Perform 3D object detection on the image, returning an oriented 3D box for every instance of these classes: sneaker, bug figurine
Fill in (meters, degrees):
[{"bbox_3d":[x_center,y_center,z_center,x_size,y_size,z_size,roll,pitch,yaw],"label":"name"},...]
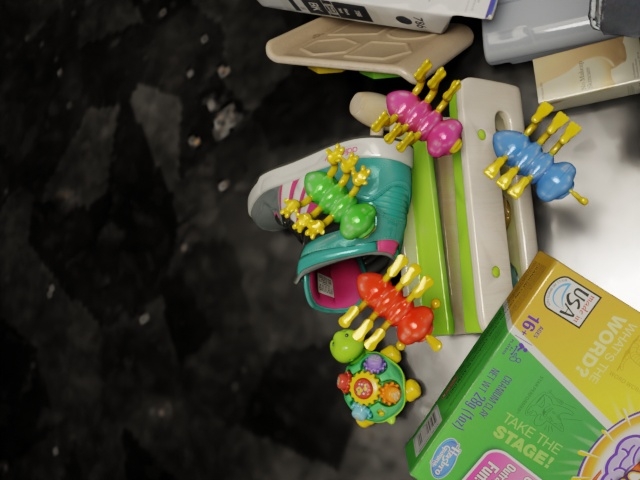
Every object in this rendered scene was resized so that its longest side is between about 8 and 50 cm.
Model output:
[{"bbox_3d":[0.000,0.000,0.771,0.296,0.124,0.178,-17,65,55],"label":"sneaker"},{"bbox_3d":[0.103,-0.037,0.616,0.279,0.072,0.216,-46,79,4],"label":"bug figurine"}]

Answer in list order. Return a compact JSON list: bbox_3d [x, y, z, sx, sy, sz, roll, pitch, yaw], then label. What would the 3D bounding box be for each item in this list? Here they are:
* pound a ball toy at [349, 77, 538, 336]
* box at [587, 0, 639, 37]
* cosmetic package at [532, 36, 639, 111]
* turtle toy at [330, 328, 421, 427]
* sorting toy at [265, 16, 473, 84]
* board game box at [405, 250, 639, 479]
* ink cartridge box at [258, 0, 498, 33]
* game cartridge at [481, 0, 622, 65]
[{"bbox_3d":[0.153,-0.047,0.761,0.208,0.136,0.319,-16,75,56],"label":"pound a ball toy"},{"bbox_3d":[0.383,-0.464,0.406,0.298,0.471,0.479,14,59,27],"label":"box"},{"bbox_3d":[0.310,-0.192,0.735,0.115,0.041,0.060,-10,77,26],"label":"cosmetic package"},{"bbox_3d":[0.057,0.170,0.792,0.095,0.066,0.130,-37,67,18],"label":"turtle toy"},{"bbox_3d":[0.066,-0.246,0.811,0.208,0.193,0.038,18,129,27],"label":"sorting toy"},{"bbox_3d":[0.279,0.195,0.597,0.317,0.064,0.242,31,98,0],"label":"board game box"},{"bbox_3d":[0.079,-0.361,0.799,0.333,0.065,0.165,18,88,23],"label":"ink cartridge box"},{"bbox_3d":[0.293,-0.373,0.769,0.198,0.062,0.297,-6,79,31],"label":"game cartridge"}]
